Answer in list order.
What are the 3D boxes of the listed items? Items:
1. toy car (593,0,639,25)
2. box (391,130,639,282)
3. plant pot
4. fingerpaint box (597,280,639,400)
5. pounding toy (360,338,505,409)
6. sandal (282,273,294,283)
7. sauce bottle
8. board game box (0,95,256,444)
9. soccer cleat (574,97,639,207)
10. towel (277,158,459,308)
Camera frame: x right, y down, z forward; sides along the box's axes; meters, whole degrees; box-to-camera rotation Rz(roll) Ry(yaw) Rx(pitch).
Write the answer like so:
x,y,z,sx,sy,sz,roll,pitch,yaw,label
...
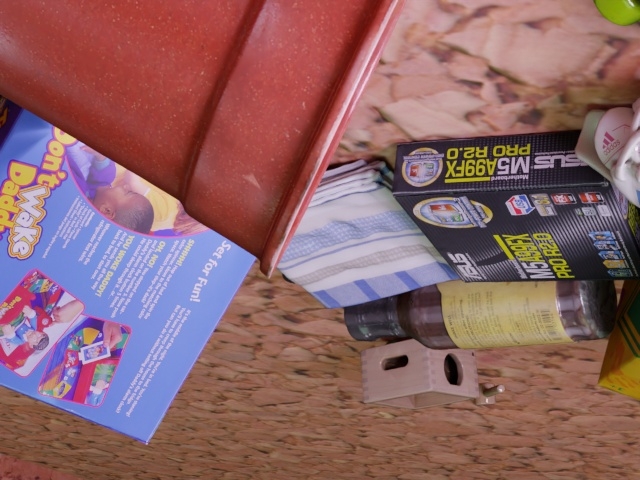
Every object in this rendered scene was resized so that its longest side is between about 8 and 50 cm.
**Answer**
x,y,z,sx,sy,sz,roll,pitch,yaw,label
0.280,-0.125,0.853,0.148,0.189,0.155,18,157,-27,toy car
0.220,-0.027,1.320,0.216,0.060,0.270,-2,158,22,box
-0.091,-0.156,0.781,0.265,0.272,0.272,26,158,-1,plant pot
0.566,0.125,1.324,0.444,0.163,0.371,19,163,2,fingerpaint box
0.195,0.197,1.897,0.181,0.094,0.206,-17,159,38,pounding toy
0.000,0.000,1.507,0.067,0.040,0.179,7,146,-15,sandal
0.187,0.080,1.546,0.344,0.111,0.111,-7,156,33,sauce bottle
-0.157,-0.037,0.991,0.233,0.347,0.078,29,-176,-31,board game box
0.302,-0.059,1.011,0.143,0.116,0.331,20,-178,-8,soccer cleat
0.033,0.004,1.435,0.209,0.034,0.285,-16,149,22,towel
